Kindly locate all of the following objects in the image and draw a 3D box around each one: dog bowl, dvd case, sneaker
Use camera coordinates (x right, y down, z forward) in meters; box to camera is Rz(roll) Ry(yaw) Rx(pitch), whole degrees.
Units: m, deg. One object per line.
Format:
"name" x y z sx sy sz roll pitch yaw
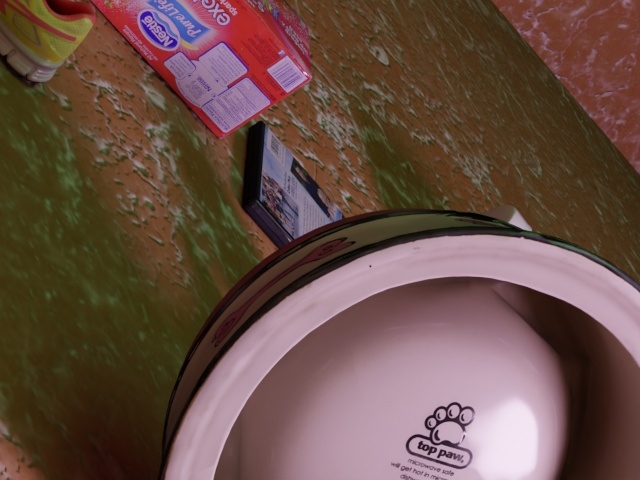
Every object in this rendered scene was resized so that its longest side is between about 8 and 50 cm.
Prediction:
"dog bowl" 0.066 0.156 1.237 0.408 0.408 0.150 49 3 -26
"dvd case" 0.000 0.000 1.868 0.253 0.022 0.180 49 21 -25
"sneaker" -0.274 -0.237 1.433 0.208 0.094 0.081 47 23 -26

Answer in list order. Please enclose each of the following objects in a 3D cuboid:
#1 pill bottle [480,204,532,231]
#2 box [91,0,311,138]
"pill bottle" 0.285 0.117 2.162 0.318 0.176 0.176 54 19 -13
"box" -0.134 -0.251 1.759 0.257 0.128 0.122 47 21 -29
